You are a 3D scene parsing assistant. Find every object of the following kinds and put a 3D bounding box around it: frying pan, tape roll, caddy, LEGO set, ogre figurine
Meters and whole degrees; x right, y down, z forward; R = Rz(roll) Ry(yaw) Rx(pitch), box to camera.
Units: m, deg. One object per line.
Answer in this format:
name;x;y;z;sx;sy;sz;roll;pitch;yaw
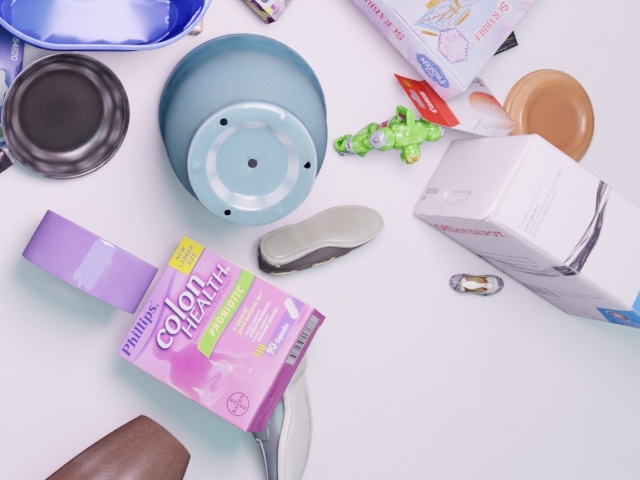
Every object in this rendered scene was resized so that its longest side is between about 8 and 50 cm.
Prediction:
frying pan;-0.425;-0.137;1.423;0.197;0.053;0.326;35;91;-39
tape roll;-0.345;0.032;1.405;0.189;0.189;0.080;30;83;-19
caddy;-0.322;-0.390;1.333;0.341;0.179;0.241;-4;97;-19
LEGO set;-0.447;-0.188;1.441;0.083;0.023;0.054;-41;135;-30
ogre figurine;0.132;-0.180;1.597;0.197;0.118;0.097;8;92;-19

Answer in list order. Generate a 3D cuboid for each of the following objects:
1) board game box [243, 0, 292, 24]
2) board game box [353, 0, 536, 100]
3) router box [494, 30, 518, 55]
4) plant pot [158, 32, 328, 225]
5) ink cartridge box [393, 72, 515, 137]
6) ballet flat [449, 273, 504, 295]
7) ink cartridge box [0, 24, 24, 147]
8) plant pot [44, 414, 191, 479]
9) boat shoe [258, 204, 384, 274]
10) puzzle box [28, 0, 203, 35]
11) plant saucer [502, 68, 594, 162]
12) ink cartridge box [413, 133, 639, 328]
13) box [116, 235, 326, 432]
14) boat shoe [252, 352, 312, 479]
board game box;-0.052;-0.550;1.512;0.208;0.056;0.347;40;76;-22
board game box;0.204;-0.455;1.577;0.318;0.066;0.319;46;65;-11
router box;0.285;-0.372;1.679;0.122;0.038;0.092;-25;102;-17
plant pot;-0.111;-0.151;1.397;0.271;0.255;0.272;-3;113;-6
ink cartridge box;0.229;-0.245;1.603;0.179;0.145;0.045;11;127;-32
ballet flat;0.294;0.083;1.716;0.114;0.041;0.041;4;93;-20
ink cartridge box;-0.560;-0.240;1.383;0.223;0.045;0.224;5;92;-20
plant pot;-0.316;0.393;1.451;0.215;0.215;0.230;47;65;-17
boat shoe;0.000;0.000;1.593;0.227;0.069;0.081;-15;64;-20
puzzle box;-0.312;-0.535;1.447;0.272;0.052;0.409;0;94;-19
plant saucer;0.432;-0.221;1.744;0.199;0.037;0.200;-1;94;-19
ink cartridge box;0.402;-0.014;1.617;0.394;0.285;0.166;31;82;-20
box;-0.152;0.147;1.463;0.243;0.117;0.214;28;84;14
boat shoe;-0.080;0.283;1.586;0.099;0.116;0.320;4;103;23
